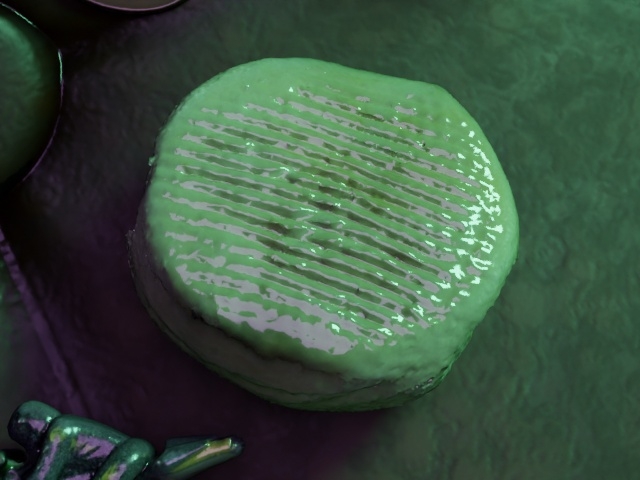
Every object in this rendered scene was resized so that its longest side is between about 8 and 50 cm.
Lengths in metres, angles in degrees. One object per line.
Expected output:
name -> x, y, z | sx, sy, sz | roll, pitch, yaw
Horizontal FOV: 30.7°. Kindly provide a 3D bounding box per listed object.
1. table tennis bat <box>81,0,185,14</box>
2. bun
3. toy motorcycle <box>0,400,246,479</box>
table tennis bat -> -0.149, -0.197, 0.761 | 0.158, 0.014, 0.095 | 11, 77, -3
bun -> 0.003, 0.001, 0.672 | 0.221, 0.108, 0.221 | 2, 67, -4
toy motorcycle -> -0.133, 0.146, 0.649 | 0.193, 0.061, 0.124 | -13, 83, 2
